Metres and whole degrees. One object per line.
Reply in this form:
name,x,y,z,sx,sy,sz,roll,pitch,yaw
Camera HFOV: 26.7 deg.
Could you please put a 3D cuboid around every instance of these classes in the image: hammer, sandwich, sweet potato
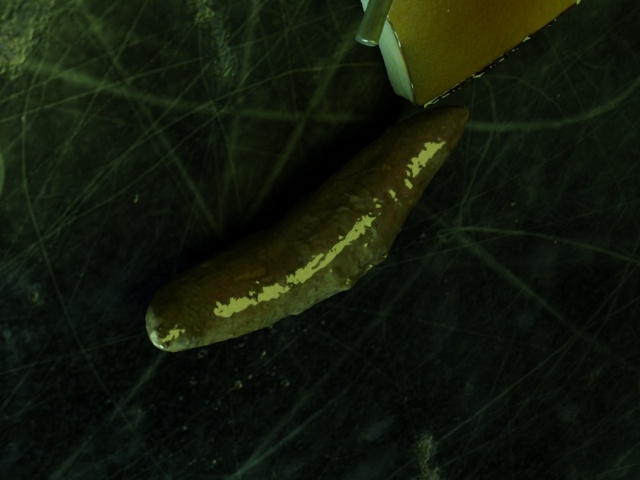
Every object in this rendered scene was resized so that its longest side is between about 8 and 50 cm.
hammer,0.073,-0.252,1.097,0.062,0.013,0.198,19,88,2
sandwich,0.128,-0.230,1.171,0.193,0.058,0.162,-34,129,-14
sweet potato,-0.001,0.003,1.177,0.341,0.092,0.114,-35,151,-13
